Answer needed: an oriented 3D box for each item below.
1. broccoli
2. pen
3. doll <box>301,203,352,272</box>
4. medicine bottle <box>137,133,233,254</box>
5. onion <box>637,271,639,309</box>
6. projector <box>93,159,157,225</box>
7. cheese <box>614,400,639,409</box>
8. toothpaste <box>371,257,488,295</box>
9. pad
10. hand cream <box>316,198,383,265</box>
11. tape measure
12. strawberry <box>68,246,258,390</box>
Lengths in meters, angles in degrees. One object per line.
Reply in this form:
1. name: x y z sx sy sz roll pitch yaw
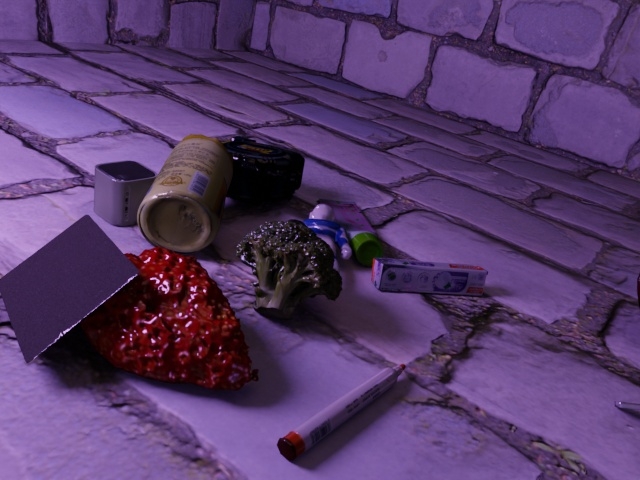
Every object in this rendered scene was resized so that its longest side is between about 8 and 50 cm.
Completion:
1. broccoli: -0.042 0.036 0.740 0.162 0.137 0.146 -7 -32 46
2. pen: 0.035 0.180 0.603 0.026 0.026 0.218 30 30 32
3. doll: 0.000 0.000 0.928 0.114 0.057 0.227 8 34 4
4. medicine bottle: -0.213 -0.085 0.898 0.124 0.124 0.238 10 33 -5
5. onion: 0.635 0.090 0.844 0.252 0.219 0.252 7 35 -5
6. projector: -0.327 -0.081 0.907 0.083 0.082 0.083 30 30 31
7. cheese: 0.473 0.215 0.667 0.192 0.037 0.097 2 -15 24
8. toothpaste: 0.182 0.061 0.900 0.196 0.047 0.040 4 12 -16
9. pad: -0.301 0.043 0.629 0.143 0.003 0.211 -41 40 -15
10. hand cream: 0.057 -0.032 1.040 0.079 0.050 0.275 31 13 -21
11. tape measure: -0.144 -0.138 1.084 0.199 0.112 0.186 14 18 16
12. strawberry: -0.177 0.086 0.612 0.174 0.097 0.228 -11 32 -38
